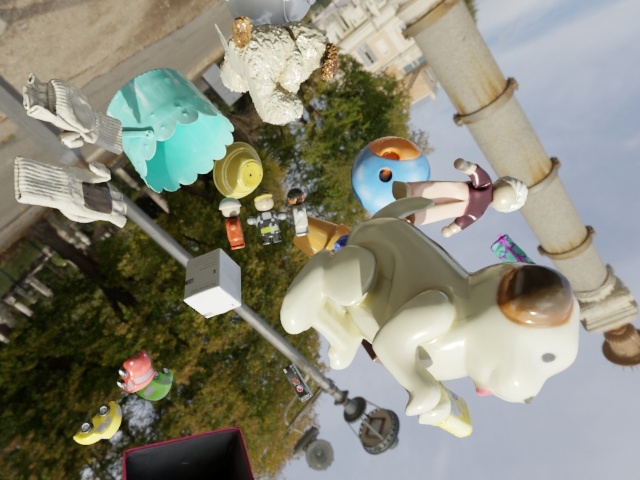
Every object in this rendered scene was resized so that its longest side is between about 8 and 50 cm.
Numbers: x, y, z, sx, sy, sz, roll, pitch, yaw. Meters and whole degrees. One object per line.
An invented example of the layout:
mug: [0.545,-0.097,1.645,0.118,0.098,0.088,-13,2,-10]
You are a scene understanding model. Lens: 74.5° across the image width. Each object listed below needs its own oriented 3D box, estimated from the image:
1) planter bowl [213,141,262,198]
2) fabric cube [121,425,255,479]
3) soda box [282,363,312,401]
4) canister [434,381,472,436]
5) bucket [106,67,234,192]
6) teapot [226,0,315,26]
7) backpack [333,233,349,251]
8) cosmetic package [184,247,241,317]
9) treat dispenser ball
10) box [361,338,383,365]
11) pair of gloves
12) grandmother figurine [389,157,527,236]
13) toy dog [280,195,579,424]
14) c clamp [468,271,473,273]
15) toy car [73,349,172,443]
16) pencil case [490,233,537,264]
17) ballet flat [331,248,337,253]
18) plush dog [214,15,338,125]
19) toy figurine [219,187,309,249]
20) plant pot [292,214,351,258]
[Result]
planter bowl: [-0.283,-0.253,1.572,0.090,0.217,0.217,22,-116,40]
fabric cube: [-0.286,0.606,0.899,0.259,0.254,0.258,56,-46,45]
soda box: [-0.104,0.647,1.920,0.053,0.169,0.060,-33,160,-3]
canister: [0.383,0.511,1.273,0.073,0.170,0.126,-32,-142,29]
bucket: [-0.379,-0.275,1.062,0.281,0.183,0.281,-40,172,-6]
teapot: [-0.096,-0.618,1.009,0.256,0.187,0.253,69,45,-73]
backpack: [0.104,0.024,1.412,0.120,0.098,0.101,-8,-165,32]
cosmetic package: [-0.400,0.160,1.577,0.151,0.151,0.184,-22,-132,12]
treat dispenser ball: [0.252,-0.228,1.520,0.288,0.288,0.288,-35,-157,17]
box: [0.239,0.385,1.929,0.143,0.191,0.381,-47,-136,13]
pair of gloves: [-0.416,-0.153,0.730,0.042,0.204,0.240,-11,-107,16]
grandmother figurine: [0.336,-0.094,1.004,0.342,0.208,0.104,-8,-133,-14]
toy dog: [0.213,0.122,0.730,0.407,0.285,0.395,14,-124,35]
c clamp: [0.446,0.156,1.230,0.160,0.137,0.022,13,-154,29]
toy car: [-0.397,0.339,0.939,0.239,0.053,0.225,-54,165,5]
pencil case: [0.529,0.052,1.128,0.064,0.070,0.152,-36,-125,3]
ballet flat: [0.071,0.043,1.055,0.221,0.079,0.077,-22,-125,4]
plush dog: [-0.085,-0.417,0.936,0.225,0.211,0.262,-31,-122,-24]
toy figurine: [-0.149,-0.069,1.166,0.209,0.148,0.213,-8,-175,42]
plant pot: [0.000,0.000,1.678,0.205,0.187,0.205,-60,175,-9]
